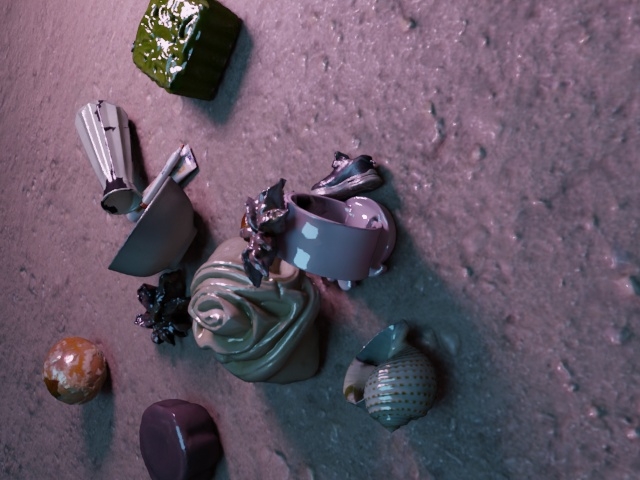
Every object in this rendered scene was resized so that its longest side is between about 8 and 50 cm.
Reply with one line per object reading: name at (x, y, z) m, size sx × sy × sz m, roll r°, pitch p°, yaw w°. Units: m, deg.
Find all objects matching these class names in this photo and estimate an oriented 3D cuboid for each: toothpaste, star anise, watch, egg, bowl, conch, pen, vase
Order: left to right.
egg at (-0.788, 0.413, 1.812) m, size 0.195 × 0.194 × 0.233 m, roll -53°, pitch 58°, yaw 27°
vase at (-0.617, -0.250, 1.670) m, size 0.165 × 0.165 × 0.360 m, roll -44°, pitch 56°, yaw 32°
toothpaste at (-0.461, -0.153, 1.626) m, size 0.314 × 0.056 × 0.058 m, roll -36°, pitch 110°, yaw 30°
bowl at (-0.418, -0.011, 1.492) m, size 0.289 × 0.146 × 0.289 m, roll -51°, pitch 16°, yaw 20°
pen at (-0.439, -0.178, 1.571) m, size 0.218 × 0.026 × 0.026 m, roll -52°, pitch 58°, yaw 15°
star anise at (-0.438, 0.185, 1.571) m, size 0.214 × 0.099 × 0.220 m, roll 32°, pitch 110°, yaw 27°
star anise at (-0.104, -0.013, 1.003) m, size 0.195 × 0.065 × 0.183 m, roll -38°, pitch 47°, yaw 52°
watch at (0.000, 0.000, 1.100) m, size 0.244 × 0.231 × 0.196 m, roll 27°, pitch 110°, yaw 35°
conch at (0.142, 0.257, 1.039) m, size 0.131 × 0.200 × 0.172 m, roll 42°, pitch 141°, yaw -10°

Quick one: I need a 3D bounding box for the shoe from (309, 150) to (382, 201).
shoe at (0.048, -0.140, 1.169) m, size 0.169 × 0.071 × 0.100 m, roll -13°, pitch 78°, yaw 36°

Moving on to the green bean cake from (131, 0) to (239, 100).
green bean cake at (-0.355, -0.520, 1.468) m, size 0.247 × 0.156 × 0.250 m, roll 42°, pitch 116°, yaw 32°

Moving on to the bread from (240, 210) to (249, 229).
bread at (-0.158, -0.034, 1.354) m, size 0.085 × 0.053 × 0.085 m, roll -1°, pitch 89°, yaw 41°

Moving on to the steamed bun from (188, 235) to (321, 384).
steamed bun at (-0.165, 0.166, 1.215) m, size 0.309 × 0.219 × 0.325 m, roll 31°, pitch 127°, yaw 36°

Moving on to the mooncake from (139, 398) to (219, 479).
mooncake at (-0.373, 0.535, 1.483) m, size 0.244 × 0.133 × 0.245 m, roll -1°, pitch 89°, yaw 41°
